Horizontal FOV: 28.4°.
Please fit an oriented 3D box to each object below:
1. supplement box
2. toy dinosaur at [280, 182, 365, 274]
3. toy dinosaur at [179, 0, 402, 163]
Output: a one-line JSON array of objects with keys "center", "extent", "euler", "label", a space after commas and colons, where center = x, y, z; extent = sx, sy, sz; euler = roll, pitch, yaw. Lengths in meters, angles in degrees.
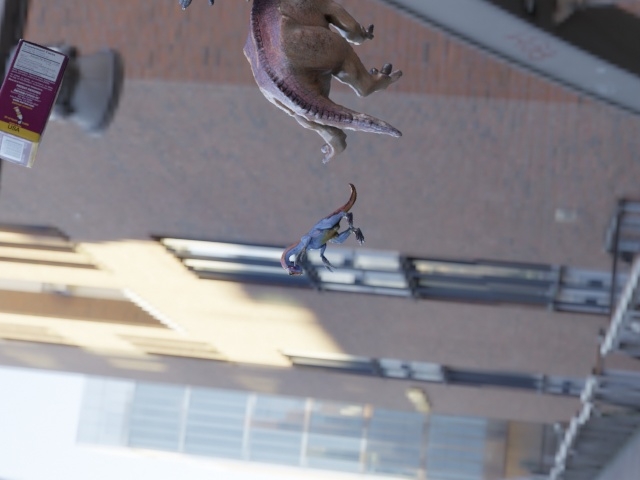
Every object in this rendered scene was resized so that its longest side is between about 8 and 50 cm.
[{"center": [-0.237, -0.110, 1.017], "extent": [0.055, 0.043, 0.083], "euler": [131, 156, -63], "label": "supplement box"}, {"center": [0.000, 0.000, 1.214], "extent": [0.047, 0.082, 0.090], "euler": [53, -146, -38], "label": "toy dinosaur"}, {"center": [-0.036, -0.197, 1.221], "extent": [0.200, 0.127, 0.296], "euler": [31, -152, -50], "label": "toy dinosaur"}]
